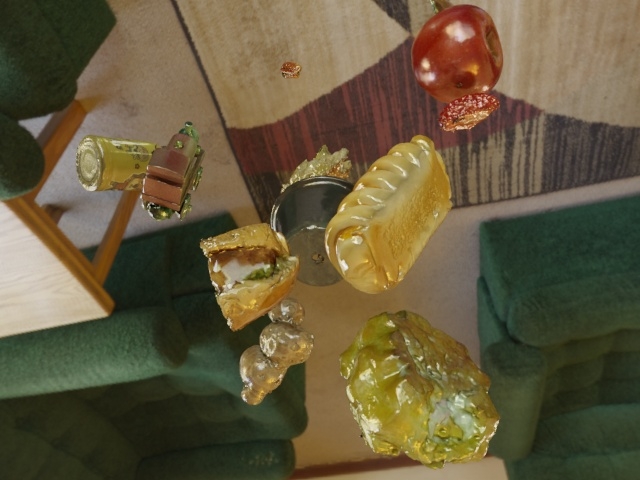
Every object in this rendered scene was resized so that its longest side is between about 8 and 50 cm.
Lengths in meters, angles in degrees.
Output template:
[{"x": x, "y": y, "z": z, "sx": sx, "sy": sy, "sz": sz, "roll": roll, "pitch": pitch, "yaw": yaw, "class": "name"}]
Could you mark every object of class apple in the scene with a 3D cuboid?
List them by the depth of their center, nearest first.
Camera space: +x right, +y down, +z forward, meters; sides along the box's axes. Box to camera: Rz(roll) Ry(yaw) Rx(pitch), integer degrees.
[{"x": 0.375, "y": -0.503, "z": 1.379, "sx": 0.216, "sy": 0.260, "sz": 0.260, "roll": -13, "pitch": 136, "yaw": 36, "class": "apple"}]

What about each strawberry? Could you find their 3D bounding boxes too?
[{"x": 0.366, "y": -0.332, "z": 1.263, "sx": 0.188, "sy": 0.082, "sz": 0.121, "roll": -17, "pitch": 169, "yaw": -37, "class": "strawberry"}]

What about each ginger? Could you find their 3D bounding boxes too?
[{"x": -0.158, "y": 0.381, "z": 1.697, "sx": 0.176, "sy": 0.256, "sz": 0.375, "roll": 31, "pitch": 91, "yaw": -37, "class": "ginger"}]

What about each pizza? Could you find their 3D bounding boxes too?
[{"x": -0.018, "y": -0.143, "z": 1.258, "sx": 0.089, "sy": 0.323, "sz": 0.223, "roll": 39, "pitch": 91, "yaw": 9, "class": "pizza"}]

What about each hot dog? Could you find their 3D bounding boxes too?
[{"x": -0.108, "y": -0.607, "z": 1.786, "sx": 0.038, "sy": 0.144, "sz": 0.062, "roll": 7, "pitch": 108, "yaw": -28, "class": "hot dog"}]

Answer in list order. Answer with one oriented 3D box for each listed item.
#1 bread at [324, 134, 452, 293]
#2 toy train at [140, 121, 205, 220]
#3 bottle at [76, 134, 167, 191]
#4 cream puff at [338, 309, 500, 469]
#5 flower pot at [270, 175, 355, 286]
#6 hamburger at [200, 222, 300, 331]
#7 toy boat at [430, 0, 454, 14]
[{"x": 0.116, "y": -0.045, "z": 0.860, "sx": 0.121, "sy": 0.311, "sz": 0.173, "roll": 4, "pitch": 129, "yaw": 43, "class": "bread"}, {"x": -0.420, "y": -0.205, "z": 1.452, "sx": 0.150, "sy": 0.304, "sz": 0.221, "roll": 17, "pitch": 136, "yaw": -10, "class": "toy train"}, {"x": -0.586, "y": -0.245, "z": 1.631, "sx": 0.351, "sy": 0.171, "sz": 0.171, "roll": -7, "pitch": 149, "yaw": -49, "class": "bottle"}, {"x": 0.143, "y": 0.252, "z": 0.808, "sx": 0.282, "sy": 0.282, "sz": 0.185, "roll": 27, "pitch": 118, "yaw": -25, "class": "cream puff"}, {"x": 0.000, "y": 0.000, "z": 1.046, "sx": 0.235, "sy": 0.148, "sz": 0.235, "roll": 3, "pitch": 121, "yaw": 5, "class": "flower pot"}, {"x": -0.089, "y": 0.050, "z": 0.702, "sx": 0.131, "sy": 0.124, "sz": 0.262, "roll": -17, "pitch": 178, "yaw": -8, "class": "hamburger"}, {"x": 0.408, "y": -0.696, "z": 1.617, "sx": 0.099, "sy": 0.108, "sz": 0.293, "roll": 14, "pitch": 170, "yaw": 26, "class": "toy boat"}]
